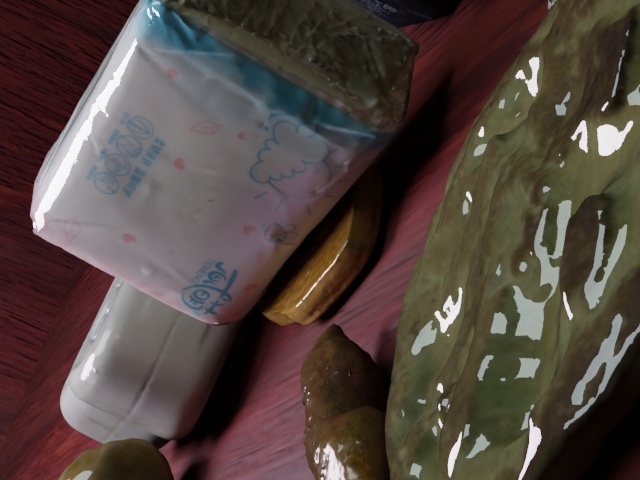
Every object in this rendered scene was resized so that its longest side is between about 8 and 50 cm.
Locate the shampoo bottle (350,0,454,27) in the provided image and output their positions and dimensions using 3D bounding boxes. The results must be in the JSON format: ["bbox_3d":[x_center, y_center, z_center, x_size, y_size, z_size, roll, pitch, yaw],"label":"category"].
[{"bbox_3d":[0.046,-0.217,1.081,0.071,0.098,0.309,-61,15,-2],"label":"shampoo bottle"}]

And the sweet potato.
[{"bbox_3d":[0.015,0.104,0.777,0.218,0.051,0.065,-110,42,-70],"label":"sweet potato"}]

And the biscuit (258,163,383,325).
[{"bbox_3d":[0.000,0.000,1.032,0.142,0.029,0.220,-69,16,-13],"label":"biscuit"}]

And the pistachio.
[{"bbox_3d":[-0.186,0.255,1.151,0.108,0.126,0.185,6,-70,-60],"label":"pistachio"}]

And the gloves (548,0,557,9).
[{"bbox_3d":[0.149,-0.148,0.753,0.044,0.037,0.081,-17,32,22],"label":"gloves"}]

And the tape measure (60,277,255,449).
[{"bbox_3d":[-0.131,0.060,1.217,0.258,0.130,0.265,-69,10,-24],"label":"tape measure"}]

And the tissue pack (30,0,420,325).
[{"bbox_3d":[-0.079,-0.076,0.982,0.271,0.201,0.124,-50,14,43],"label":"tissue pack"}]

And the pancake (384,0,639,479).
[{"bbox_3d":[0.110,-0.005,0.627,0.294,0.049,0.294,-159,90,-76],"label":"pancake"}]
